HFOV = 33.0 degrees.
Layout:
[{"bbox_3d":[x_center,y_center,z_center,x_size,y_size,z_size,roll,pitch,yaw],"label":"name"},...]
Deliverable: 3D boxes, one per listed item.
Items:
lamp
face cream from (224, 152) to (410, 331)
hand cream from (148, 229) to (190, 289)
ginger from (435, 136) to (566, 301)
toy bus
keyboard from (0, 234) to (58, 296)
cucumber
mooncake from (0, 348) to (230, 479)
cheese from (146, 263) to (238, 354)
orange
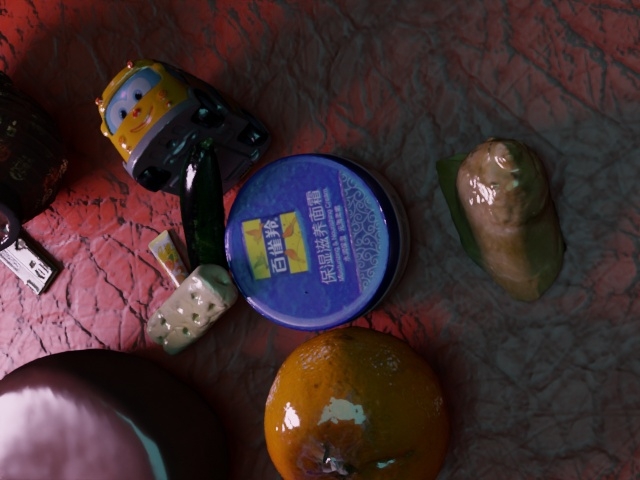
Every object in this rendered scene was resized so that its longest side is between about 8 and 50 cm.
[{"bbox_3d":[-0.438,-0.107,1.359,0.246,0.247,0.247,1,92,18],"label":"lamp"},{"bbox_3d":[0.000,0.000,1.272,0.205,0.111,0.206,1,92,19],"label":"face cream"},{"bbox_3d":[-0.186,0.037,1.383,0.035,0.022,0.102,-37,77,21],"label":"hand cream"},{"bbox_3d":[0.217,-0.025,1.203,0.115,0.122,0.193,-25,90,-3],"label":"ginger"},{"bbox_3d":[-0.167,-0.135,1.276,0.126,0.209,0.136,-46,68,14],"label":"toy bus"},{"bbox_3d":[-0.411,0.017,1.459,0.129,0.015,0.049,40,108,12],"label":"keyboard"},{"bbox_3d":[-0.137,-0.009,1.276,0.056,0.056,0.284,19,138,17],"label":"cucumber"},{"bbox_3d":[-0.268,0.294,1.340,0.325,0.174,0.334,-19,89,21],"label":"mooncake"},{"bbox_3d":[-0.158,0.086,1.311,0.065,0.043,0.194,50,142,0],"label":"cheese"},{"bbox_3d":[0.041,0.210,1.222,0.224,0.170,0.224,7,120,13],"label":"orange"}]
